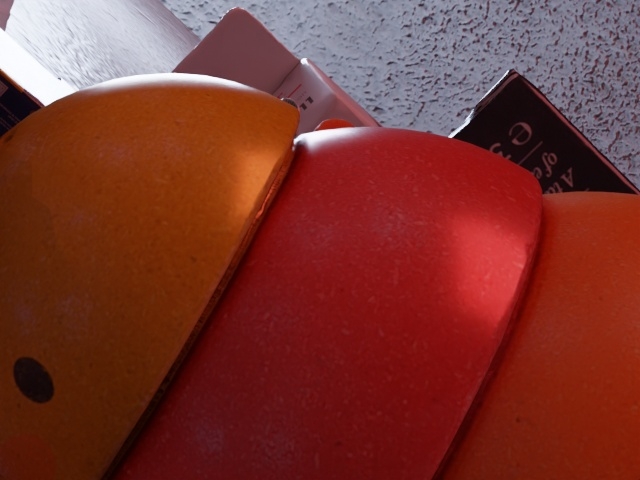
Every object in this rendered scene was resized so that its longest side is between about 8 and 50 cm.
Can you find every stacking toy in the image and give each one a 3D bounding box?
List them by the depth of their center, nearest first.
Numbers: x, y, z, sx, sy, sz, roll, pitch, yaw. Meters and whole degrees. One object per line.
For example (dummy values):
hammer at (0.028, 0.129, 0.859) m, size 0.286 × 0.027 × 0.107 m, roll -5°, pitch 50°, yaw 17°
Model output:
stacking toy at (-0.049, 0.050, 0.754) m, size 0.480 × 0.350 × 0.350 m, roll 29°, pitch 8°, yaw -4°

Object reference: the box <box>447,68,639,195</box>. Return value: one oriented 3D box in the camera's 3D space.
box at (0.152, 0.153, 1.042) m, size 0.395 × 0.293 × 0.212 m, roll 46°, pitch 4°, yaw 12°

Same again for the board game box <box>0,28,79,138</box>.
board game box at (-0.213, -0.088, 1.345) m, size 0.194 × 0.060 × 0.194 m, roll 43°, pitch 6°, yaw -18°

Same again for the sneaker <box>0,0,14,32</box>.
sneaker at (-0.291, -0.264, 1.383) m, size 0.108 × 0.169 × 0.292 m, roll 23°, pitch 1°, yaw 6°

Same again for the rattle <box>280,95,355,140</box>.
rattle at (-0.044, 0.002, 1.221) m, size 0.130 × 0.200 × 0.143 m, roll 45°, pitch 7°, yaw 1°

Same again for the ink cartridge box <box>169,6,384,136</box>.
ink cartridge box at (0.000, 0.000, 1.460) m, size 0.353 × 0.207 × 0.119 m, roll 41°, pitch 7°, yaw -25°
